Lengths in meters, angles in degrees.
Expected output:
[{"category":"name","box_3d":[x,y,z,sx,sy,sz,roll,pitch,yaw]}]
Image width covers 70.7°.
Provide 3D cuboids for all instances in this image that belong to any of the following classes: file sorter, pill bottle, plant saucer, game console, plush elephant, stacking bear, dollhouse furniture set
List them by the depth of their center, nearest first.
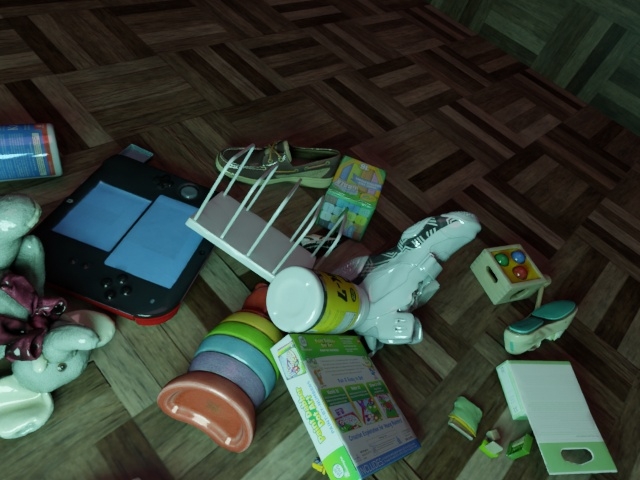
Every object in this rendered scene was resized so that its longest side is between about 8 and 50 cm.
[{"category":"plush elephant","box_3d":[-0.471,0.147,0.716,0.255,0.330,0.271,33,45,-21]},{"category":"stacking bear","box_3d":[-0.136,0.201,0.839,0.175,0.164,0.289,32,41,-2]},{"category":"pill bottle","box_3d":[0.004,0.120,0.867,0.208,0.119,0.119,19,33,-56]},{"category":"dollhouse furniture set","box_3d":[0.340,0.377,0.910,0.152,0.058,0.076,35,48,12]},{"category":"file sorter","box_3d":[-0.098,-0.049,0.972,0.278,0.173,0.193,36,24,-6]},{"category":"game console","box_3d":[-0.404,-0.021,0.987,0.342,0.060,0.386,24,46,-3]},{"category":"pill bottle","box_3d":[-0.706,-0.193,1.000,0.222,0.124,0.124,-11,55,-28]},{"category":"plant saucer","box_3d":[-0.503,-0.175,1.128,0.067,0.018,0.192,25,46,4]}]

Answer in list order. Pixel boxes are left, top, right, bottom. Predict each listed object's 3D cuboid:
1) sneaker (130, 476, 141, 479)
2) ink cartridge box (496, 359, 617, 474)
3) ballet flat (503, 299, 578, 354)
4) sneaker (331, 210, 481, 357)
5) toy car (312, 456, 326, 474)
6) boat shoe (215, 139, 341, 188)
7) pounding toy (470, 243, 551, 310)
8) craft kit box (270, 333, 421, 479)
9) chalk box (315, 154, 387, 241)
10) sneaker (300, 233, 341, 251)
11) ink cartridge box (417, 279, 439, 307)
[{"category":"sneaker","box_3d":[-0.321,0.409,0.634,0.331,0.122,0.146,13,30,-6]},{"category":"ink cartridge box","box_3d":[0.499,0.376,0.969,0.171,0.056,0.235,5,52,-14]},{"category":"ballet flat","box_3d":[0.543,0.217,1.111,0.248,0.086,0.086,-14,56,-27]},{"category":"sneaker","box_3d":[0.203,0.098,0.970,0.366,0.137,0.210,-28,65,13]},{"category":"toy car","box_3d":[0.018,0.354,0.824,0.041,0.060,0.122,8,31,32]},{"category":"boat shoe","box_3d":[-0.109,-0.227,1.234,0.342,0.123,0.123,6,49,-14]},{"category":"pounding toy","box_3d":[0.542,0.101,1.194,0.206,0.094,0.181,-7,53,-23]},{"category":"craft kit box","box_3d":[0.051,0.284,0.804,0.250,0.061,0.246,20,36,-55]},{"category":"chalk box","box_3d":[0.077,-0.097,1.180,0.132,0.132,0.213,22,47,1]},{"category":"sneaker","box_3d":[0.000,0.000,1.134,0.109,0.040,0.043,-1,42,-25]},{"category":"ink cartridge box","box_3d":[0.217,0.095,1.091,0.052,0.088,0.122,-19,59,-33]}]
